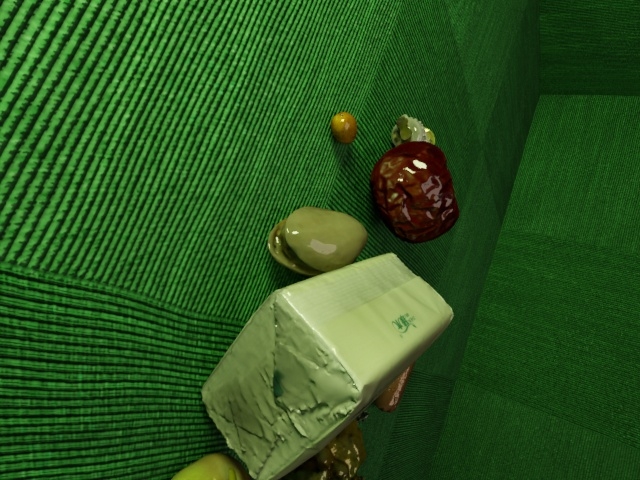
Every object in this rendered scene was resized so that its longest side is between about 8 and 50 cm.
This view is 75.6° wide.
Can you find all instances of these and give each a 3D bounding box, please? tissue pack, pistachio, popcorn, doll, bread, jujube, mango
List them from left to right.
[{"bbox_3d":[-0.195,0.458,0.660,0.213,0.105,0.213,-34,132,-49],"label":"bread"},{"bbox_3d":[-0.013,0.462,0.899,0.203,0.200,0.226,38,101,-28],"label":"popcorn"},{"bbox_3d":[0.000,0.000,0.772,0.226,0.136,0.135,-2,104,-49],"label":"pistachio"},{"bbox_3d":[0.025,0.198,0.730,0.380,0.207,0.297,-14,147,-54],"label":"tissue pack"},{"bbox_3d":[0.049,-0.222,0.828,0.060,0.046,0.089,-69,160,-7],"label":"mango"},{"bbox_3d":[0.220,-0.114,0.986,0.213,0.213,0.232,-49,130,-36],"label":"jujube"},{"bbox_3d":[0.245,-0.266,1.073,0.207,0.081,0.129,-3,70,-59],"label":"doll"}]

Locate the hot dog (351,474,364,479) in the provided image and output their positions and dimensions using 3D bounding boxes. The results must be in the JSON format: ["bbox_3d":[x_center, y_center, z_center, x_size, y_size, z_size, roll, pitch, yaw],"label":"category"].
[{"bbox_3d":[0.062,0.838,1.240,0.269,0.072,0.115,-54,134,-30],"label":"hot dog"}]

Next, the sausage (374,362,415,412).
[{"bbox_3d":[0.259,0.427,1.368,0.289,0.086,0.086,-63,146,-21],"label":"sausage"}]

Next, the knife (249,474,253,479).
[{"bbox_3d":[-0.071,0.355,0.892,0.313,0.019,0.044,-63,154,-20],"label":"knife"}]

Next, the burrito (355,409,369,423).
[{"bbox_3d":[0.101,0.358,1.113,0.096,0.066,0.309,-17,113,-51],"label":"burrito"}]
